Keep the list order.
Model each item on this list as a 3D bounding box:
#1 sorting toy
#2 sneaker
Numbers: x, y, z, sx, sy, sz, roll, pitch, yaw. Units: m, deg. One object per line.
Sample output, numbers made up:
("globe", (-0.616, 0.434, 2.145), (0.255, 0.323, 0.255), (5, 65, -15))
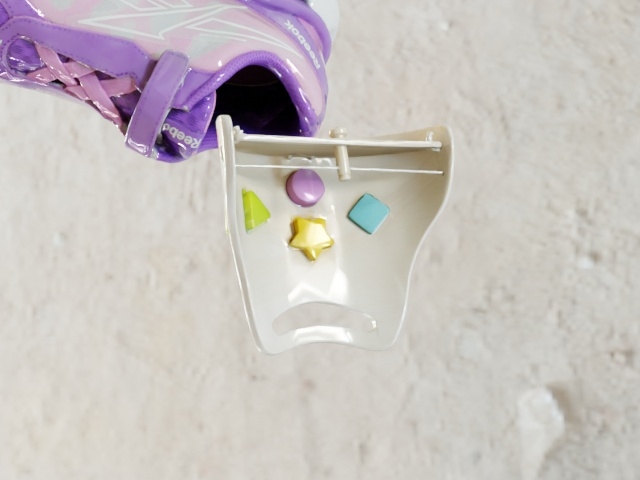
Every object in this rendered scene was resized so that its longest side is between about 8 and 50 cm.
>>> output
("sorting toy", (0.000, 0.000, 0.495), (0.045, 0.083, 0.075), (-17, 75, 63))
("sneaker", (-0.093, -0.089, 0.719), (0.095, 0.236, 0.104), (124, 144, -46))
